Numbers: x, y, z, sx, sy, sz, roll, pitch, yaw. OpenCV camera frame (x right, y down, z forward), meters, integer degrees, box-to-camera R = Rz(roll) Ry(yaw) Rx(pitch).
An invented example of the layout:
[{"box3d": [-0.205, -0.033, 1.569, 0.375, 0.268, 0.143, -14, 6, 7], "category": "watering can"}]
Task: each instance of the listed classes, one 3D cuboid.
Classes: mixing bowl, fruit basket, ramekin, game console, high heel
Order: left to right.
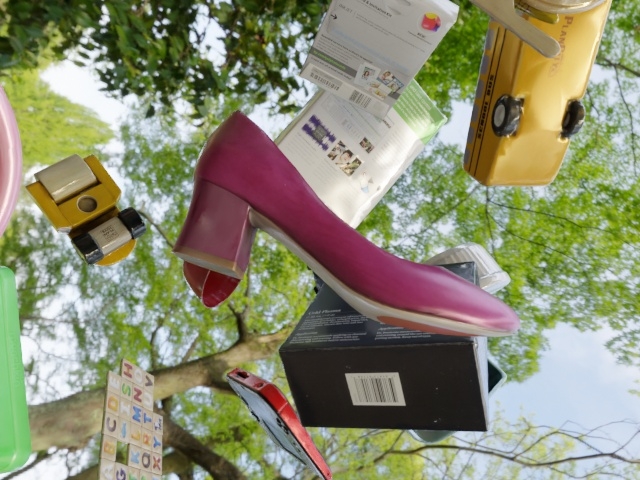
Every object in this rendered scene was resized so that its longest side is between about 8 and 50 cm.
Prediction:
[{"box3d": [-0.670, 0.247, 0.831, 0.392, 0.283, 0.392, 168, -90, -81], "category": "fruit basket"}, {"box3d": [-0.255, 0.056, 1.091, 0.098, 0.181, 0.181, 28, -80, 16], "category": "mixing bowl"}, {"box3d": [-0.145, 0.564, 1.457, 0.386, 0.060, 0.342, -7, -66, 60], "category": "game console"}, {"box3d": [0.043, -0.018, 0.498, 0.127, 0.377, 0.181, 124, -16, -75], "category": "high heel"}, {"box3d": [0.334, 0.111, 1.204, 0.273, 0.273, 0.127, -39, -114, 34], "category": "ramekin"}]

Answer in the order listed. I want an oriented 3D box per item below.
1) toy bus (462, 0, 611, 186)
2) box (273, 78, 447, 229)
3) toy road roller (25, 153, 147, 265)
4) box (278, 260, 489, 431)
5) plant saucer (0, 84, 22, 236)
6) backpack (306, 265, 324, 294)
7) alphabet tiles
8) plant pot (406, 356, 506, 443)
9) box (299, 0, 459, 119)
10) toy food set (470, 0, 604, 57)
[{"box3d": [0.287, -0.239, 0.625, 0.130, 0.108, 0.332, -103, -166, -63], "category": "toy bus"}, {"box3d": [0.067, -0.193, 0.895, 0.322, 0.232, 0.058, -49, -155, -1], "category": "box"}, {"box3d": [-0.705, -0.073, 1.417, 0.329, 0.202, 0.240, 56, -30, -7], "category": "toy road roller"}, {"box3d": [0.145, 0.197, 0.921, 0.343, 0.312, 0.179, -7, -70, 22], "category": "box"}, {"box3d": [-0.448, -0.078, 0.387, 0.084, 0.332, 0.332, 16, -90, 39], "category": "plant saucer"}, {"box3d": [0.045, 0.052, 1.268, 0.117, 0.158, 0.173, 7, -126, 16], "category": "backpack"}, {"box3d": [-0.362, 0.361, 0.911, 0.009, 0.198, 0.237, -17, -127, 6], "category": "alphabet tiles"}, {"box3d": [0.309, 0.414, 1.305, 0.247, 0.248, 0.252, 43, -47, 23], "category": "plant pot"}, {"box3d": [0.069, -0.264, 0.627, 0.186, 0.145, 0.038, -50, -162, 58], "category": "box"}, {"box3d": [0.197, -0.253, 0.396, 0.192, 0.132, 0.038, -52, -178, -3], "category": "toy food set"}]
